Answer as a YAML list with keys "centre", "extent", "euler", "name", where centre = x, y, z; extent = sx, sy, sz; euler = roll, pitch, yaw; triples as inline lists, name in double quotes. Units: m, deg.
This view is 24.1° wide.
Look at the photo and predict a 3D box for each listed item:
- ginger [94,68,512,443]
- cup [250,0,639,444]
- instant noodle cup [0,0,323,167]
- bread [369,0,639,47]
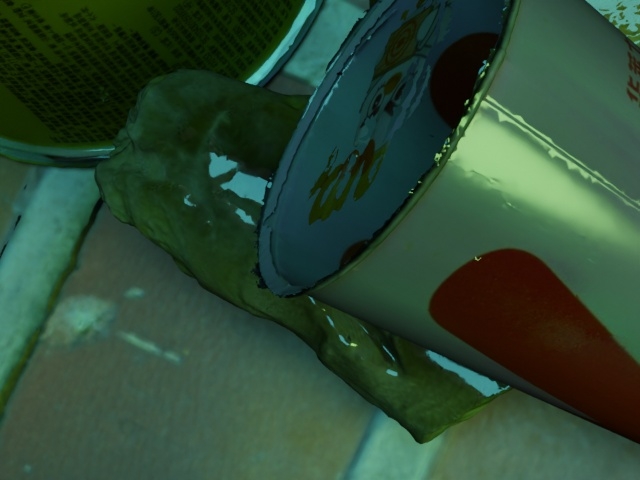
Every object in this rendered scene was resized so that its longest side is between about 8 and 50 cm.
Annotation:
- centre: [0.000, 0.000, 0.815]
  extent: [0.263, 0.109, 0.116]
  euler: [39, 54, 6]
  name: "ginger"
- centre: [0.138, 0.007, 0.709]
  extent: [0.288, 0.203, 0.203]
  euler: [30, 86, -19]
  name: "cup"
- centre: [-0.167, -0.222, 0.828]
  extent: [0.326, 0.254, 0.325]
  euler: [-2, 80, 11]
  name: "instant noodle cup"
- centre: [0.134, -0.128, 0.823]
  extent: [0.213, 0.105, 0.213]
  euler: [-1, 82, 8]
  name: "bread"
